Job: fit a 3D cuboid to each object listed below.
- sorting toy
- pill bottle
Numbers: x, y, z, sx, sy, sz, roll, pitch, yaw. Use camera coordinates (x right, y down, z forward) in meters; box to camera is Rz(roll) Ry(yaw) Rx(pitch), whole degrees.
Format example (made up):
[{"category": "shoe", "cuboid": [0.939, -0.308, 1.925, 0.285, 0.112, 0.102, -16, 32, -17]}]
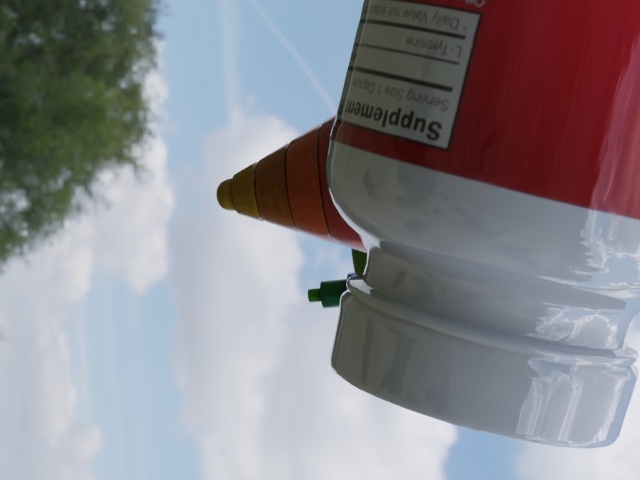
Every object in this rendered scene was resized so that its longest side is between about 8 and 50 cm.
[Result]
[{"category": "sorting toy", "cuboid": [0.000, 0.000, 1.189, 0.365, 0.126, 0.127, 62, 24, -67]}, {"category": "pill bottle", "cuboid": [0.133, -0.105, 0.745, 0.229, 0.229, 0.408, -149, -109, -69]}]
